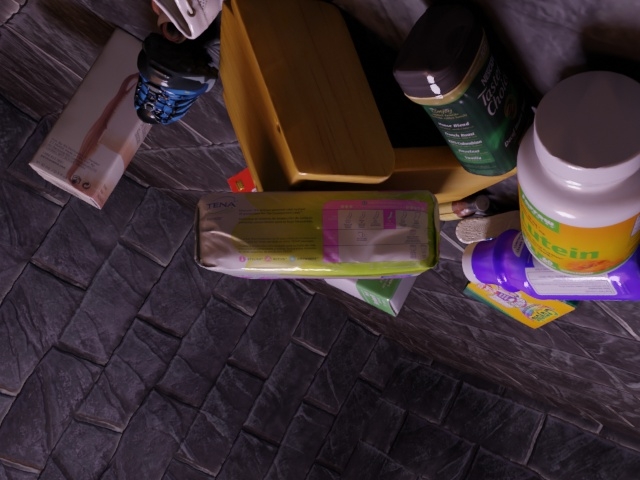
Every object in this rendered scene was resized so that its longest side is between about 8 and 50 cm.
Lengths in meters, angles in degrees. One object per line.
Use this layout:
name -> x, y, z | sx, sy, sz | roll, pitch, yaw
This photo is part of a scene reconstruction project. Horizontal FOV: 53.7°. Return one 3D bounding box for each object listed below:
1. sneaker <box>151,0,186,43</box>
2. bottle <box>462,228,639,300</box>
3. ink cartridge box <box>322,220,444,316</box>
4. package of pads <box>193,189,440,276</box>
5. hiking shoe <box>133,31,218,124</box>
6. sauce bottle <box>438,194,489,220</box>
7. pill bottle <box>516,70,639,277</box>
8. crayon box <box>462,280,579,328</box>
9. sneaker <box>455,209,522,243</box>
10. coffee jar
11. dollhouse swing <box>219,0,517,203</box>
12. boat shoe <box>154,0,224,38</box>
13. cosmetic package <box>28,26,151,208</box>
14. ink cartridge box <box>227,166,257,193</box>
sneaker -> -0.214, -0.316, 0.893 | 0.051, 0.070, 0.134 | 35, 168, -40
bottle -> 0.324, 0.024, 0.873 | 0.092, 0.118, 0.283 | 50, 151, -22
ink cartridge box -> 0.056, -0.021, 1.189 | 0.289, 0.211, 0.121 | 24, 169, 21
package of pads -> 0.000, 0.000, 0.834 | 0.296, 0.101, 0.229 | -1, 174, 3
hiking shoe -> -0.231, -0.231, 0.975 | 0.113, 0.132, 0.304 | 30, -173, -10
sauce bottle -> 0.232, -0.055, 1.041 | 0.042, 0.042, 0.128 | 32, 169, -17
pill bottle -> 0.276, -0.061, 0.657 | 0.136, 0.136, 0.246 | 23, 168, 26
crayon box -> 0.375, 0.077, 1.184 | 0.165, 0.081, 0.278 | 27, 169, 11
sneaker -> 0.304, -0.017, 1.018 | 0.152, 0.058, 0.084 | -5, 177, 32
coffee jar -> 0.152, -0.152, 0.659 | 0.079, 0.096, 0.184 | 13, 162, 45
dollhouse swing -> 0.053, -0.178, 0.888 | 0.347, 0.305, 0.315 | 143, 108, -78
boat shoe -> -0.222, -0.342, 0.720 | 0.277, 0.096, 0.098 | 37, 167, -36
cosmetic package -> -0.396, -0.221, 1.184 | 0.129, 0.296, 0.153 | 29, 170, -9
ink cartridge box -> -0.085, -0.081, 1.107 | 0.045, 0.179, 0.145 | -21, -94, -60
